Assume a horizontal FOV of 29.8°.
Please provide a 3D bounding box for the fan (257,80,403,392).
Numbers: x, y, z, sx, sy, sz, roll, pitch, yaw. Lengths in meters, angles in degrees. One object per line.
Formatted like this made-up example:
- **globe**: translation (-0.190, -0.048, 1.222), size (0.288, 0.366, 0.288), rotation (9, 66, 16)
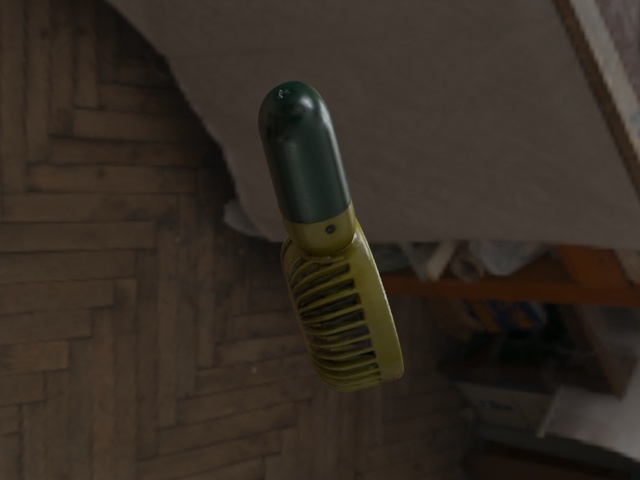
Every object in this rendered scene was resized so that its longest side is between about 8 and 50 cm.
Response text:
- **fan**: translation (0.000, 0.000, 0.537), size (0.039, 0.082, 0.155), rotation (-17, 123, -3)
